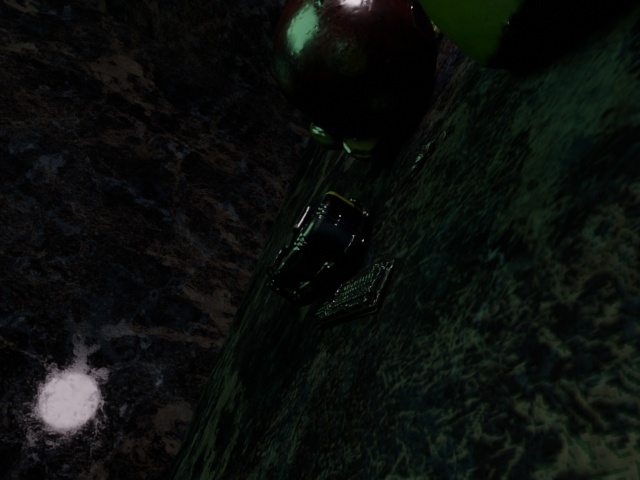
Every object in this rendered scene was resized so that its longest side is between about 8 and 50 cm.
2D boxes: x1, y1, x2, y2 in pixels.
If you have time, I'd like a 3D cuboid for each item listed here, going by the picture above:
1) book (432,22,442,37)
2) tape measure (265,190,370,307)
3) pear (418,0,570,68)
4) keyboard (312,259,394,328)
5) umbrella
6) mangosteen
[{"bbox_3d":[0.257,-0.493,1.012,0.160,0.024,0.228,-59,10,15],"label":"book"},{"bbox_3d":[0.000,0.000,0.815,0.186,0.112,0.199,-44,17,52],"label":"tape measure"},{"bbox_3d":[0.168,-0.369,0.436,0.399,0.164,0.400,14,-90,-89],"label":"pear"},{"bbox_3d":[0.037,0.080,0.685,0.072,0.023,0.231,-65,9,-23],"label":"keyboard"},{"bbox_3d":[0.139,-0.111,0.679,0.122,0.013,0.022,-52,36,44],"label":"umbrella"},{"bbox_3d":[0.060,-0.310,0.855,0.311,0.310,0.311,-60,10,19],"label":"mangosteen"}]
